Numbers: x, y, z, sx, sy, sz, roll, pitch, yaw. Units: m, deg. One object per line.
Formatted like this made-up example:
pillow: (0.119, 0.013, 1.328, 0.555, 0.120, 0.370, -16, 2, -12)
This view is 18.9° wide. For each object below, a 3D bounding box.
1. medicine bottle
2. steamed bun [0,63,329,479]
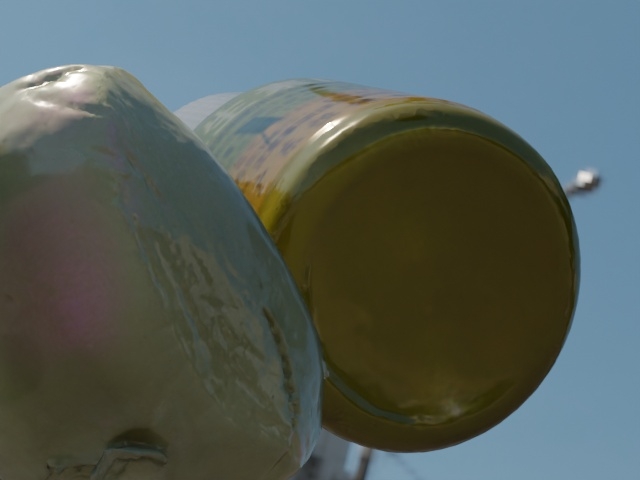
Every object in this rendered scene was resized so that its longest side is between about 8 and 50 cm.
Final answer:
medicine bottle: (0.000, 0.000, 1.334, 0.224, 0.224, 0.384, 24, -2, -22)
steamed bun: (-0.108, 0.045, 0.926, 0.170, 0.152, 0.238, -22, -63, 23)
